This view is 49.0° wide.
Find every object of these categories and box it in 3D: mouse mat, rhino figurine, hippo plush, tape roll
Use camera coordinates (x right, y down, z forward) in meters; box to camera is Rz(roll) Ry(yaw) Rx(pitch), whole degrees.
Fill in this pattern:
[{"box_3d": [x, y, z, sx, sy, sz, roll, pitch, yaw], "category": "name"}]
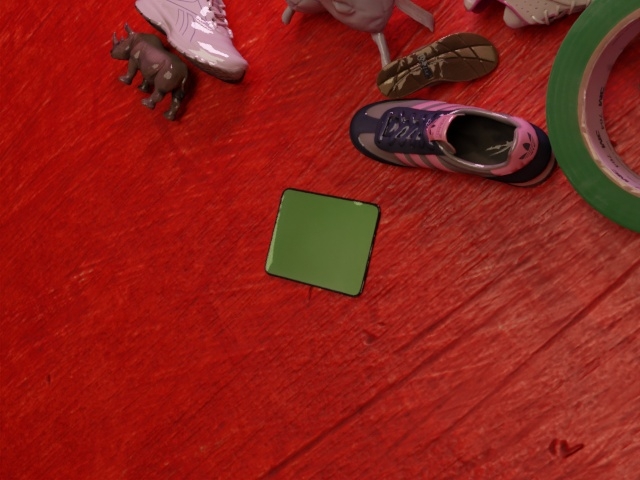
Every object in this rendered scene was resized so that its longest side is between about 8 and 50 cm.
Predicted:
[{"box_3d": [0.000, 0.000, 1.137, 0.190, 0.007, 0.152, 13, 89, 29], "category": "mouse mat"}, {"box_3d": [-0.329, -0.336, 1.337, 0.243, 0.073, 0.106, 44, 108, 28], "category": "rhino figurine"}, {"box_3d": [0.030, -0.441, 1.090, 0.234, 0.294, 0.236, -53, 36, 0], "category": "hippo plush"}, {"box_3d": [0.432, -0.163, 0.820, 0.321, 0.077, 0.321, 9, 104, 38], "category": "tape roll"}]

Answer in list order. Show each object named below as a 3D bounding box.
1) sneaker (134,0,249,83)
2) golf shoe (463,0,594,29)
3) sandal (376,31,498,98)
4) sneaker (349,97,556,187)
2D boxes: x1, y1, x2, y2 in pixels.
[{"box_3d": [-0.220, -0.394, 1.268, 0.129, 0.111, 0.297, -48, 64, 8], "category": "sneaker"}, {"box_3d": [0.333, -0.347, 0.959, 0.306, 0.115, 0.140, 26, 112, 31], "category": "golf shoe"}, {"box_3d": [0.172, -0.260, 1.052, 0.180, 0.049, 0.072, -16, 98, 13], "category": "sandal"}, {"box_3d": [0.165, -0.156, 0.995, 0.319, 0.131, 0.112, 12, 89, 30], "category": "sneaker"}]
